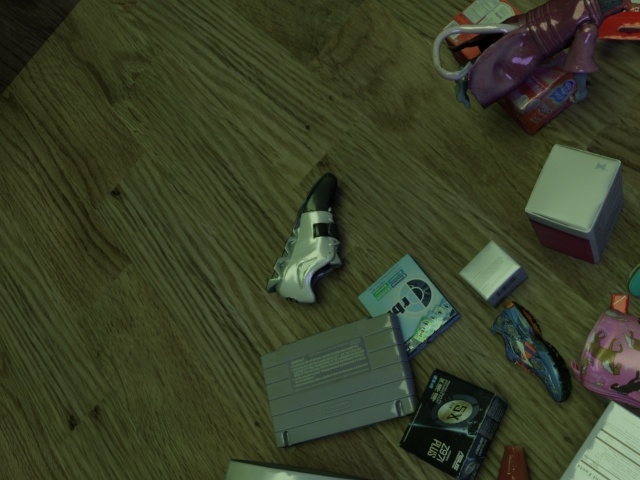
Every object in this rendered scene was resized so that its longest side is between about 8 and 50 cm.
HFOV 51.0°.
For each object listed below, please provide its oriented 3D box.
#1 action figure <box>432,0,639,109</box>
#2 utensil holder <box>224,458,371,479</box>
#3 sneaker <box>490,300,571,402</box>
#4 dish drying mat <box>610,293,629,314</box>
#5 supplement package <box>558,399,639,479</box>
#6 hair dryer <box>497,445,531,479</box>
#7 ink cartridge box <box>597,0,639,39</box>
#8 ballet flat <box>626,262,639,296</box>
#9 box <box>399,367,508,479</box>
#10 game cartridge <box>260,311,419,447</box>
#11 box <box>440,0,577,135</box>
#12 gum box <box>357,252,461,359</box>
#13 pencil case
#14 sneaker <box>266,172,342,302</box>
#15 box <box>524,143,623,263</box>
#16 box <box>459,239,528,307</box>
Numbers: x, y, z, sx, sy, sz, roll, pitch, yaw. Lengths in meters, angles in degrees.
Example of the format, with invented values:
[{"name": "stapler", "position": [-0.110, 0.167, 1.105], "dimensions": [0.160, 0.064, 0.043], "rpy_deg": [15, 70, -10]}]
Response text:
[{"name": "action figure", "position": [0.426, -0.416, 1.301], "dimensions": [0.370, 0.275, 0.248], "rpy_deg": [-25, 58, 32]}, {"name": "utensil holder", "position": [-0.064, 0.650, 1.316], "dimensions": [0.327, 0.327, 0.386], "rpy_deg": [0, 72, 27]}, {"name": "sneaker", "position": [0.426, 0.232, 1.357], "dimensions": [0.087, 0.083, 0.221], "rpy_deg": [-43, 53, 23]}, {"name": "dish drying mat", "position": [0.592, 0.148, 1.332], "dimensions": [0.032, 0.008, 0.083], "rpy_deg": [6, 76, 27]}, {"name": "supplement package", "position": [0.525, 0.447, 1.154], "dimensions": [0.198, 0.199, 0.263], "rpy_deg": [33, 90, 31]}, {"name": "hair dryer", "position": [0.311, 0.523, 1.307], "dimensions": [0.223, 0.080, 0.293], "rpy_deg": [40, 93, 32]}, {"name": "ink cartridge box", "position": [0.696, -0.523, 1.463], "dimensions": [0.134, 0.078, 0.231], "rpy_deg": [12, 79, 30]}, {"name": "ballet flat", "position": [0.676, 0.020, 1.279], "dimensions": [0.076, 0.079, 0.221], "rpy_deg": [31, 127, -1]}, {"name": "box", "position": [0.268, 0.373, 1.353], "dimensions": [0.147, 0.077, 0.180], "rpy_deg": [19, 76, 43]}, {"name": "game cartridge", "position": [0.036, 0.314, 1.509], "dimensions": [0.355, 0.068, 0.230], "rpy_deg": [-22, 65, 25]}, {"name": "box", "position": [0.432, -0.407, 1.520], "dimensions": [0.154, 0.142, 0.300], "rpy_deg": [-41, 61, 10]}, {"name": "gum box", "position": [0.198, 0.149, 1.512], "dimensions": [0.157, 0.041, 0.184], "rpy_deg": [-43, 59, 9]}, {"name": "pencil case", "position": [0.655, 0.254, 1.182], "dimensions": [0.386, 0.167, 0.160], "rpy_deg": [22, 117, 31]}, {"name": "sneaker", "position": [0.000, 0.000, 1.633], "dimensions": [0.146, 0.122, 0.331], "rpy_deg": [20, 82, 12]}, {"name": "box", "position": [0.504, -0.066, 1.317], "dimensions": [0.126, 0.232, 0.149], "rpy_deg": [23, 84, 30]}, {"name": "box", "position": [0.366, 0.073, 1.417], "dimensions": [0.101, 0.102, 0.087], "rpy_deg": [-46, 61, 7]}]
